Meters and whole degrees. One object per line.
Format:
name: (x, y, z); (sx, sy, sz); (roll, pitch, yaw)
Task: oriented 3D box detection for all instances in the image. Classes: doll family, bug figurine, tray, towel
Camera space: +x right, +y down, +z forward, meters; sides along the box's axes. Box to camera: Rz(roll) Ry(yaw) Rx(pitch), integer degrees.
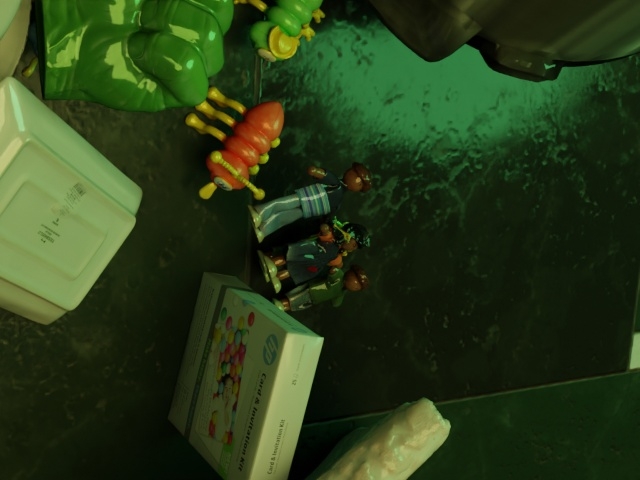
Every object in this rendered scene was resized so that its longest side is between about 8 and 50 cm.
doll family: (0.000, 0.000, 1.110); (0.111, 0.076, 0.193); (-19, 159, -6)
bug figurine: (-0.103, -0.170, 1.025); (0.279, 0.072, 0.216); (35, 85, -33)
tray: (-0.211, -0.013, 0.936); (0.145, 0.030, 0.270); (-56, 162, -6)
towel: (-0.043, 0.270, 1.075); (0.332, 0.317, 0.053); (-43, 85, -13)

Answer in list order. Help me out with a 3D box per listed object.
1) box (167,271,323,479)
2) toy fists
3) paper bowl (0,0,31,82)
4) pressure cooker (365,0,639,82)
box: (-0.069, 0.121, 1.062); (0.038, 0.186, 0.145); (10, 100, -29)
toy fists: (-0.138, -0.228, 0.905); (0.142, 0.096, 0.279); (-4, 75, -17)
paper bowl: (-0.302, -0.193, 0.785); (0.284, 0.148, 0.284); (15, 71, -50)
pressure cooker: (0.215, -0.327, 0.981); (0.370, 0.420, 0.375); (-3, 84, -10)
